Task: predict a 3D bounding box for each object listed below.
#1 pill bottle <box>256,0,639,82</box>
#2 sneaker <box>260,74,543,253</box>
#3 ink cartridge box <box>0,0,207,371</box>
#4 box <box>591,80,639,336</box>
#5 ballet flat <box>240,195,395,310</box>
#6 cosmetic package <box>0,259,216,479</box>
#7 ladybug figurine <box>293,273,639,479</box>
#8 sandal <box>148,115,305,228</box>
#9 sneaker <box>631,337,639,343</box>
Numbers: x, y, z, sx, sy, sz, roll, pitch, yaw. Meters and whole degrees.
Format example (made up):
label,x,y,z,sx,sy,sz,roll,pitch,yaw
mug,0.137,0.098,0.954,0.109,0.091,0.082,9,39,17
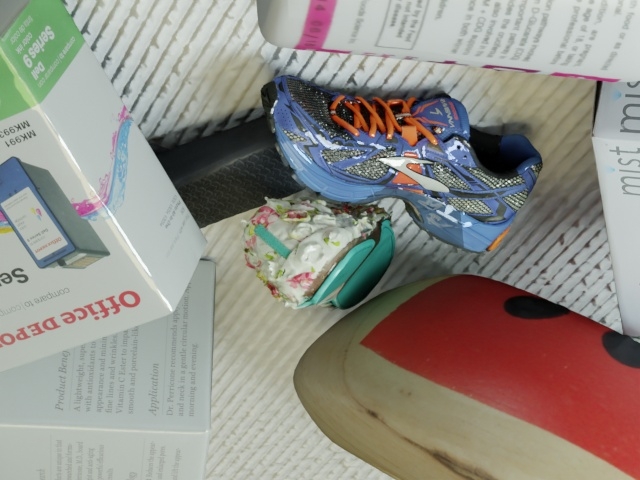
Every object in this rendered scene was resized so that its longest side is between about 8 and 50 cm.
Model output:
label,x,y,z,sx,sy,sz,roll,pitch,yaw
pill bottle,0.114,-0.169,1.028,0.283,0.160,0.160,5,146,-8
sneaker,0.055,-0.068,1.273,0.221,0.083,0.087,18,129,-34
ink cartridge box,-0.193,-0.036,1.221,0.154,0.093,0.212,-18,118,25
box,0.299,-0.041,1.213,0.231,0.127,0.262,4,152,15
ballet flat,0.000,0.000,1.324,0.077,0.091,0.241,37,-177,9
cosmetic package,-0.175,0.110,1.459,0.183,0.151,0.151,4,147,-5
ladybug figurine,0.183,0.149,1.352,0.449,0.162,0.305,26,173,34
sandal,-0.121,-0.037,1.338,0.254,0.054,0.097,-16,152,7
sneaker,0.262,0.125,1.522,0.290,0.106,0.123,-10,148,18
